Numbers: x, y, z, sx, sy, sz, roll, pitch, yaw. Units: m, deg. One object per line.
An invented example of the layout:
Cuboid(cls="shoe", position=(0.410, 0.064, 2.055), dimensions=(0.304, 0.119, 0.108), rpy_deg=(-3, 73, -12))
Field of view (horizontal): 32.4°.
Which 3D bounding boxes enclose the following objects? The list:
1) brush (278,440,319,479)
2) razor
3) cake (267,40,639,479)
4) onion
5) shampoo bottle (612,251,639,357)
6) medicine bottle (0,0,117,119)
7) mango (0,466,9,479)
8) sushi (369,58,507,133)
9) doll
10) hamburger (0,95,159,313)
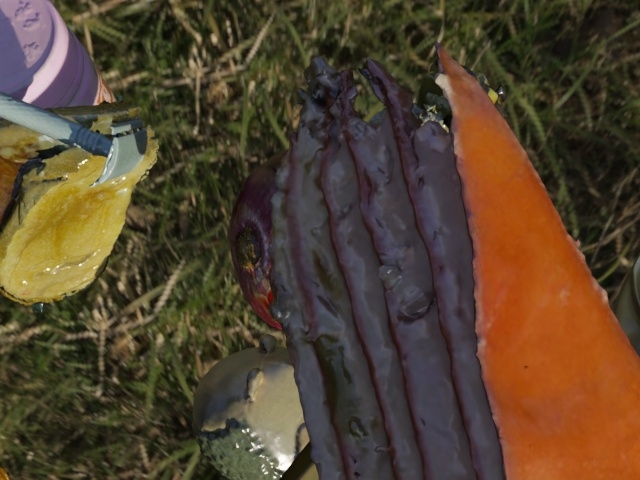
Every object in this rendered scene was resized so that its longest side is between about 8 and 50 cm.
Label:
Cuboid(cls="brush", position=(0.008, 0.255, 1.227), dimensions=(0.059, 0.123, 0.197), rpy_deg=(42, 85, -3))
Cuboid(cls="razor", position=(-0.300, -0.130, 1.135), dimensions=(0.232, 0.106, 0.068), rpy_deg=(23, 102, 2))
Cuboid(cls="cake", position=(0.062, 0.062, 0.399), dimensions=(0.135, 0.098, 0.287), rpy_deg=(-12, 82, -34))
Cuboid(cls="onion", position=(-0.010, 0.000, 1.029), dimensions=(0.177, 0.153, 0.177), rpy_deg=(1, 91, 35))
Cuboid(cls="shampoo bottle", position=(0.405, 0.081, 1.269), dimensions=(0.126, 0.084, 0.350), rpy_deg=(27, 55, 15))
Cuboid(cls="medicine bottle", position=(-0.435, -0.223, 1.682), dimensions=(0.202, 0.316, 0.202), rpy_deg=(-3, 68, 6))
Cuboid(cls="mango", position=(-0.391, 0.227, 1.078), dimensions=(0.154, 0.126, 0.252), rpy_deg=(-34, 103, -6))
Cuboid(cls="sushi", position=(0.081, -0.083, 1.266), dimensions=(0.139, 0.131, 0.291), rpy_deg=(36, 90, 41))
Cuboid(cls="doll", position=(-0.037, 0.314, 1.679), dimensions=(0.247, 0.247, 0.349), rpy_deg=(-34, 108, -10))
Cuboid(cls="hamburger", position=(-0.339, -0.046, 1.312), dimensions=(0.211, 0.309, 0.132), rpy_deg=(-5, 50, -44))
